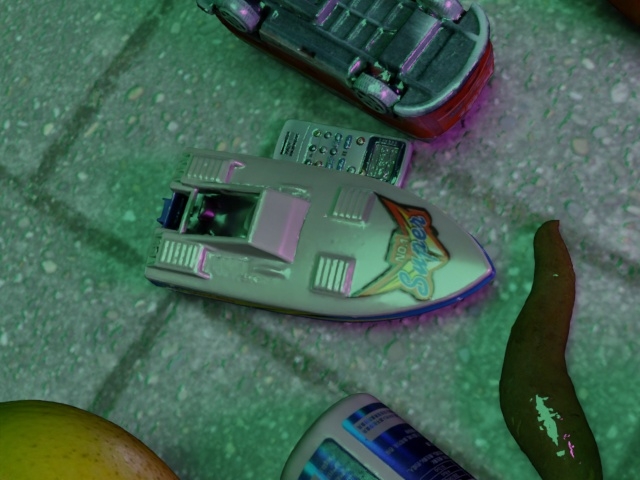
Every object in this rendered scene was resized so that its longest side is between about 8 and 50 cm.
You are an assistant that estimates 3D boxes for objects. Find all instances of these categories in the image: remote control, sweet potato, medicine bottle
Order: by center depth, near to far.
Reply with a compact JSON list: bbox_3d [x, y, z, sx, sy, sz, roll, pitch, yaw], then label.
[{"bbox_3d":[0.069,0.205,0.839,0.191,0.107,0.107,37,84,26],"label":"medicine bottle"},{"bbox_3d":[0.168,0.096,0.881,0.069,0.059,0.250,0,64,-3],"label":"sweet potato"},{"bbox_3d":[0.018,-0.074,1.016,0.124,0.018,0.053,13,75,22],"label":"remote control"}]

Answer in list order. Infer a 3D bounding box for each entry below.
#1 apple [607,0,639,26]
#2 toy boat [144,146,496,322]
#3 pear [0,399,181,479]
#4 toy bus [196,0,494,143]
[{"bbox_3d":[0.319,-0.306,0.882,0.277,0.250,0.309,-16,68,11],"label":"apple"},{"bbox_3d":[0.000,0.000,0.953,0.295,0.088,0.129,10,73,22],"label":"toy boat"},{"bbox_3d":[-0.210,0.250,0.820,0.294,0.294,0.294,-6,68,16],"label":"pear"},{"bbox_3d":[0.029,-0.179,0.996,0.265,0.120,0.121,33,82,26],"label":"toy bus"}]
